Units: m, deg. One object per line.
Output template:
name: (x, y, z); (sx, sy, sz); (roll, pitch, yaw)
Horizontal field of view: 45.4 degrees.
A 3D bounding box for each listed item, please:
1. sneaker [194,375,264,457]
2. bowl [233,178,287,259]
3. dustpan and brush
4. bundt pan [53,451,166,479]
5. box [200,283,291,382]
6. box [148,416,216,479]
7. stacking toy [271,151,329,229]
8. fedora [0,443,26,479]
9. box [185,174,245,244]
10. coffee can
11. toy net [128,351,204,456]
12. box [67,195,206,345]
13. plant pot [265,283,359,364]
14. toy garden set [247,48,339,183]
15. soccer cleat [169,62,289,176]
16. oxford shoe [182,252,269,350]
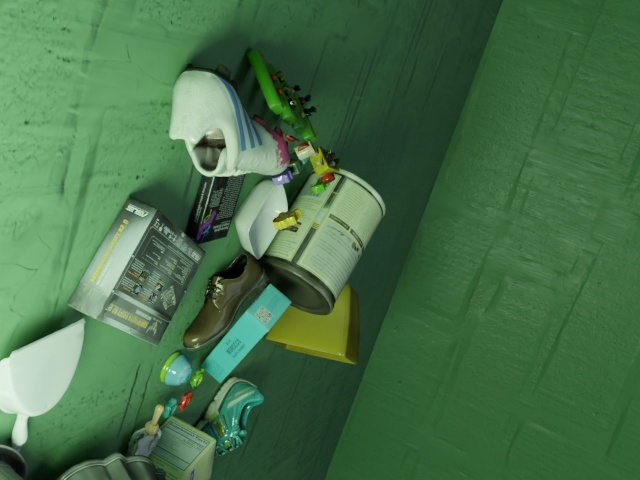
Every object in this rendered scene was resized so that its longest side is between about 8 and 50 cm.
sneaker: (-0.229, 0.448, 1.770); (0.275, 0.109, 0.107); (-60, 162, -19)
bowl: (-0.124, -0.048, 1.547); (0.142, 0.053, 0.142); (-59, 161, -22)
dustpan and brush: (-0.403, 0.216, 1.067); (0.147, 0.060, 0.211); (-29, 132, -61)
bundt pan: (-0.361, 0.517, 1.241); (0.330, 0.124, 0.331); (-25, 131, -32)
box: (-0.157, 0.196, 1.588); (0.244, 0.060, 0.100); (-49, 180, 44)
box: (-0.333, 0.521, 1.541); (0.243, 0.117, 0.214); (-43, 151, -51)
stacking toy: (-0.061, -0.143, 1.504); (0.221, 0.052, 0.167); (-52, 126, -54)
fedora: (-0.459, 0.417, 1.017); (0.276, 0.124, 0.244); (-64, 162, -10)
box: (-0.185, -0.075, 1.372); (0.116, 0.029, 0.162); (-18, 128, -67)
coffee can: (0.000, 0.000, 1.725); (0.275, 0.201, 0.202); (-59, 161, -23)
toy net: (-0.312, 0.335, 1.497); (0.232, 0.045, 0.122); (-60, 163, -17)
box: (-0.280, 0.056, 1.209); (0.183, 0.056, 0.231); (-63, 162, -10)
plant pot: (0.002, 0.205, 2.017); (0.212, 0.212, 0.187); (51, 52, -71)
toy garden set: (-0.034, -0.219, 1.378); (0.049, 0.204, 0.244); (-25, 167, 11)
soccer cleat: (-0.149, -0.151, 1.227); (0.331, 0.115, 0.143); (44, 55, -63)
oxford shoe: (-0.204, 0.116, 1.510); (0.227, 0.082, 0.096); (-53, 132, -23)
